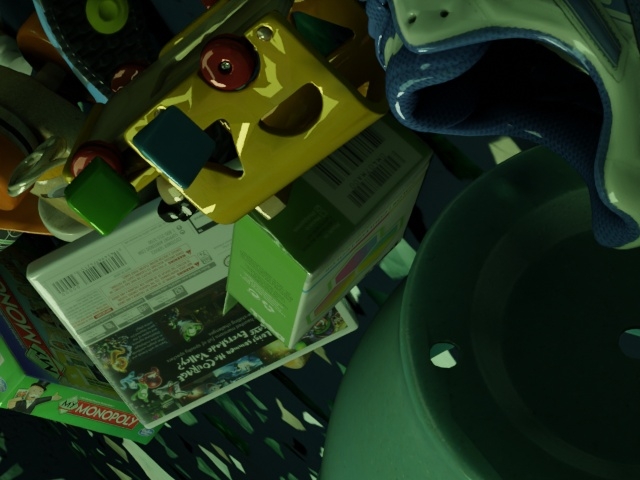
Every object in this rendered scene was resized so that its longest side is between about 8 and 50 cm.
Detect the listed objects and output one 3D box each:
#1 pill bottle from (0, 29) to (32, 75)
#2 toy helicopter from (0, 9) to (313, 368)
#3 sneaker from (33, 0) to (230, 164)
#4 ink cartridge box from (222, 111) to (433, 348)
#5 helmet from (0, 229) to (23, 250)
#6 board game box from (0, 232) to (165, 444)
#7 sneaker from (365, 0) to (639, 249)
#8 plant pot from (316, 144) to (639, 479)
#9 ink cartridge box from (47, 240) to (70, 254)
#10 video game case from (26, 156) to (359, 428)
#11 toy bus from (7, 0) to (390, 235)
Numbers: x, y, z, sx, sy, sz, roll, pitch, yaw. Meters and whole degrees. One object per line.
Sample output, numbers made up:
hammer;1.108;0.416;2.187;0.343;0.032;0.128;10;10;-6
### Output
pill bottle;-0.283;-0.161;1.378;0.083;0.043;0.043;34;159;29
toy helicopter;-0.153;-0.012;1.292;0.355;0.140;0.235;39;159;-9
sneaker;-0.145;-0.127;1.120;0.209;0.069;0.082;55;163;-27
ink cartridge box;0.000;0.000;1.015;0.062;0.109;0.209;43;161;10
helmet;-0.341;-0.060;1.519;0.162;0.169;0.169;62;159;-5
board game box;-0.303;0.066;1.639;0.213;0.046;0.317;26;-160;-52
sneaker;0.051;-0.115;0.633;0.296;0.131;0.112;38;162;26
plant pot;0.122;0.095;0.711;0.271;0.271;0.255;38;158;21
ink cartridge box;-0.225;0.002;1.588;0.235;0.056;0.171;50;162;-20
video game case;-0.093;0.042;1.211;0.173;0.190;0.022;57;-168;-32
toy bus;-0.052;-0.061;0.870;0.104;0.191;0.202;44;167;-20
